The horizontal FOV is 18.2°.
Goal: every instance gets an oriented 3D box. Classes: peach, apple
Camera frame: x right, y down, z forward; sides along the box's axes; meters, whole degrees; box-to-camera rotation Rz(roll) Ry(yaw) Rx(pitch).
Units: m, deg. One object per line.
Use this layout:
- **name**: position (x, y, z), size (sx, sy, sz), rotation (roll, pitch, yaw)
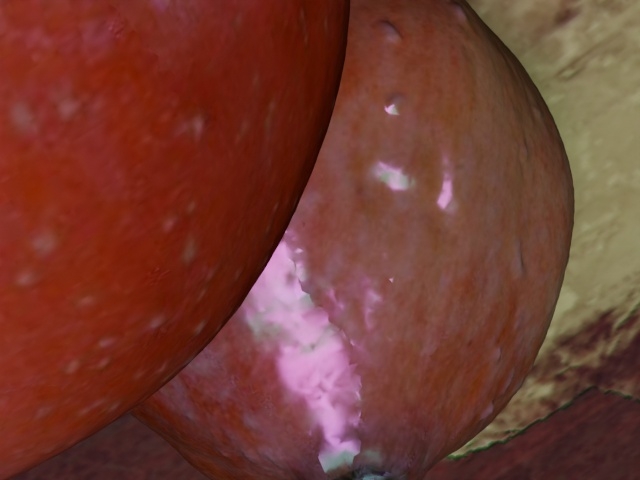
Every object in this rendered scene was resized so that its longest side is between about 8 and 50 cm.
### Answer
- **peach**: position (0.000, 0.000, 0.758), size (0.232, 0.232, 0.232), rotation (-9, 131, -10)
- **apple**: position (-0.165, -0.078, 0.560), size (0.348, 0.348, 0.277), rotation (-22, 131, 2)
